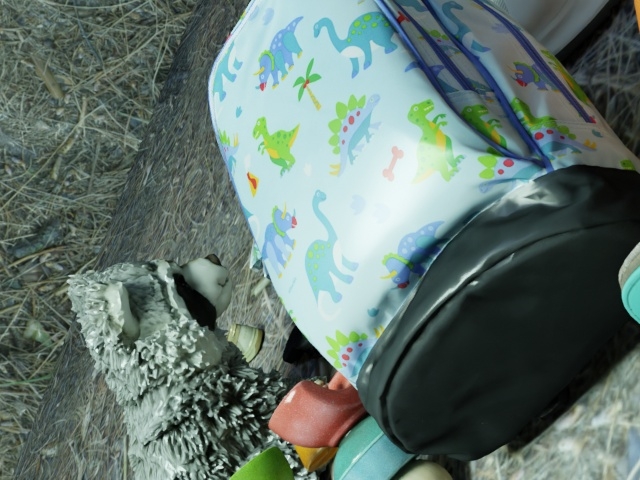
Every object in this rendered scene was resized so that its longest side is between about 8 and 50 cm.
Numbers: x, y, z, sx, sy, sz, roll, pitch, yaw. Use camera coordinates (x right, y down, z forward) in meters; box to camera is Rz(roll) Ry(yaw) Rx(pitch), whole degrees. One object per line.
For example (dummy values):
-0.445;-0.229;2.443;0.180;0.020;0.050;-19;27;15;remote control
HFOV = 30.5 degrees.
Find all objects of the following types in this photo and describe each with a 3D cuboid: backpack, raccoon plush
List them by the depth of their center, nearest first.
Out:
0.068;-0.059;0.888;0.290;0.273;0.355;-53;34;38;backpack
-0.174;0.230;1.185;0.216;0.299;0.446;-21;44;55;raccoon plush

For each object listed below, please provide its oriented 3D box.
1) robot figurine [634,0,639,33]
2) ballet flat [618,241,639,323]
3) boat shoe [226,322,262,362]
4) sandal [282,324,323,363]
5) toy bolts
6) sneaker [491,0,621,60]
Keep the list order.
0.279;-0.176;0.758;0.158;0.128;0.219;-8;51;21;robot figurine
0.294;-0.024;0.617;0.316;0.107;0.106;-27;24;54;ballet flat
-0.131;0.160;1.576;0.153;0.048;0.056;-47;27;44;boat shoe
-0.006;0.107;1.337;0.179;0.040;0.067;125;168;-71;sandal
0.039;0.211;1.022;0.218;0.158;0.228;-30;-22;-41;toy bolts
0.180;-0.333;0.992;0.447;0.257;0.169;-48;27;43;sneaker
